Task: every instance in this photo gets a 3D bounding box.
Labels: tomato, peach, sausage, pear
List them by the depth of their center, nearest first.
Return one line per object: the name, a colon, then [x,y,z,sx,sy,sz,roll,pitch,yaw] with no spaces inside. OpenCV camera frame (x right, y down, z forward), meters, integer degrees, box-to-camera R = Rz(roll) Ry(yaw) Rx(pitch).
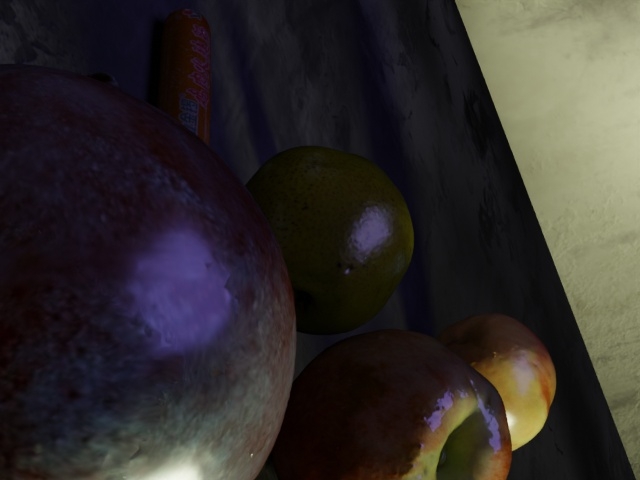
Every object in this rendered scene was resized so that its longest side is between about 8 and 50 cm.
tomato: [-0.172,0.057,1.012,0.316,0.317,0.282,47,16,-57]
sausage: [-0.131,-0.105,1.761,0.053,0.053,0.347,58,23,-44]
peach: [0.056,0.195,1.828,0.232,0.257,0.232,-4,96,-38]
pear: [-0.001,0.000,1.872,0.198,0.198,0.198,-16,90,-74]
peach: [0.224,0.185,2.448,0.184,0.184,0.184,-16,90,-74]
